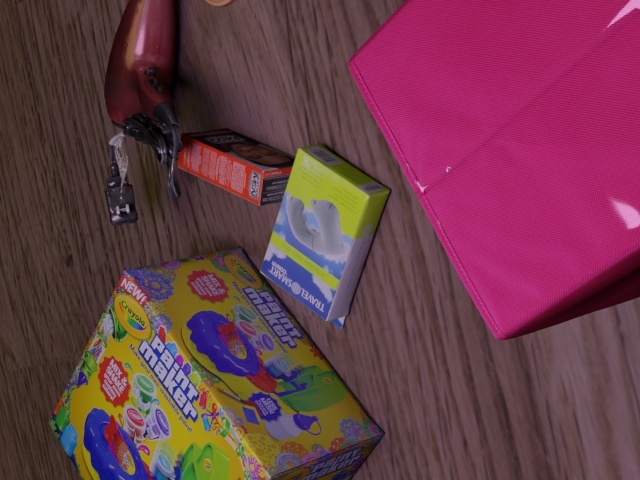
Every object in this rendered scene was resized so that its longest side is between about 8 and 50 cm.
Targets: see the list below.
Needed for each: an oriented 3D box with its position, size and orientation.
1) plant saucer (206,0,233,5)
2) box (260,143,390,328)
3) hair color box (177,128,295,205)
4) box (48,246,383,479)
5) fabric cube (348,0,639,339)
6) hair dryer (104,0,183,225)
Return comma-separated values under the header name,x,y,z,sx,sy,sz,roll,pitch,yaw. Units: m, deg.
name,x,y,z,sx,sy,sz,roll,pitch,yaw
plant saucer,-0.117,-0.307,1.380,0.083,0.013,0.083,11,106,44
box,0.000,0.000,1.305,0.109,0.042,0.178,36,122,31
hair color box,-0.087,-0.083,1.357,0.141,0.072,0.043,26,116,38
box,-0.129,0.213,1.391,0.290,0.177,0.279,51,129,25
fabric cube,0.227,-0.114,0.900,0.258,0.254,0.259,-43,68,42
hair dryer,-0.185,-0.170,1.403,0.224,0.080,0.293,-25,67,56
